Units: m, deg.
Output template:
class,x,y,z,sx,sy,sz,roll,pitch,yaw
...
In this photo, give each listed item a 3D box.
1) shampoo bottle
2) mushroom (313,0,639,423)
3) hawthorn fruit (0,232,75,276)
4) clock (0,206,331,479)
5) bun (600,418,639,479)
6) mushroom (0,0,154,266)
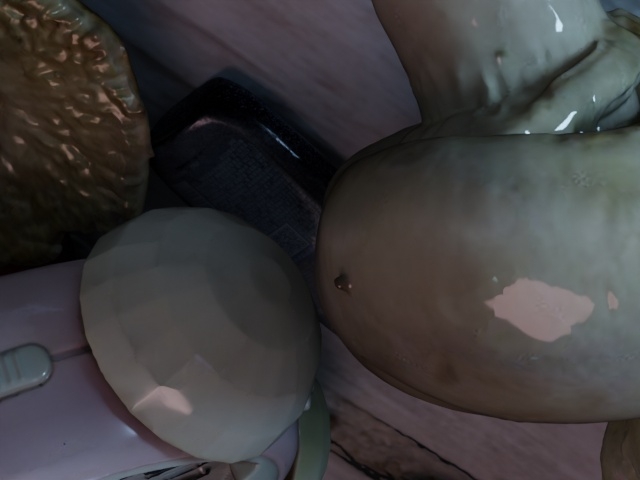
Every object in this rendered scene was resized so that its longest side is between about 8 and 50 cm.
class,x,y,z,sx,sy,sz,roll,pitch,yaw
shampoo bottle,0.000,0.000,1.196,0.234,0.049,0.087,42,130,-20
mushroom,0.122,-0.062,0.980,0.292,0.292,0.290,-8,99,27
hawthorn fruit,-0.197,0.016,1.258,0.093,0.093,0.093,11,134,11
clock,-0.154,0.115,1.171,0.326,0.184,0.342,-16,165,-3
bun,0.255,0.143,1.154,0.193,0.128,0.178,12,124,33
mushroom,-0.247,-0.059,1.082,0.208,0.302,0.233,49,123,18
